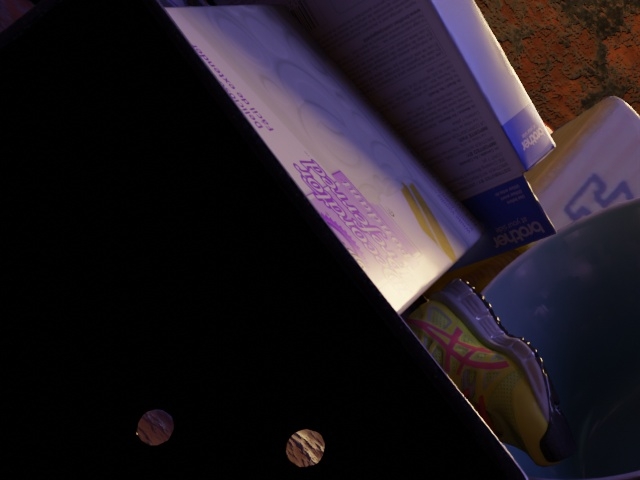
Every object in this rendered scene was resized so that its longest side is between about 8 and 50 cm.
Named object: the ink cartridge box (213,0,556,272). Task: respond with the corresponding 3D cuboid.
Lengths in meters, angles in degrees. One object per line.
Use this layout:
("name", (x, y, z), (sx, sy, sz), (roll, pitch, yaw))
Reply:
("ink cartridge box", (0.051, -0.123, 1.122), (0.065, 0.186, 0.311), (-35, 98, -46))

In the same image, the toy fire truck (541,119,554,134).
("toy fire truck", (0.203, 0.017, 1.543), (0.302, 0.169, 0.254), (46, 31, -4))

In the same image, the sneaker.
("sneaker", (0.107, 0.108, 1.036), (0.081, 0.094, 0.208), (67, -9, -27))

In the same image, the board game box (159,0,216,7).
("board game box", (-0.189, -0.254, 1.210), (0.318, 0.066, 0.318), (37, 16, -43))

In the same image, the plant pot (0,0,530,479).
("plant pot", (-0.056, 0.073, 0.422), (0.187, 0.188, 0.167), (52, 0, 23))

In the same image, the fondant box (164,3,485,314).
("fondant box", (-0.027, -0.038, 0.961), (0.238, 0.096, 0.330), (48, 19, 4))

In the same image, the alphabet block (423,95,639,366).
("alphabet block", (0.241, 0.017, 1.369), (0.193, 0.197, 0.192), (45, -28, -3))

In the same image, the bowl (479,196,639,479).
("bowl", (0.264, 0.120, 1.125), (0.163, 0.312, 0.311), (58, 6, -31))
